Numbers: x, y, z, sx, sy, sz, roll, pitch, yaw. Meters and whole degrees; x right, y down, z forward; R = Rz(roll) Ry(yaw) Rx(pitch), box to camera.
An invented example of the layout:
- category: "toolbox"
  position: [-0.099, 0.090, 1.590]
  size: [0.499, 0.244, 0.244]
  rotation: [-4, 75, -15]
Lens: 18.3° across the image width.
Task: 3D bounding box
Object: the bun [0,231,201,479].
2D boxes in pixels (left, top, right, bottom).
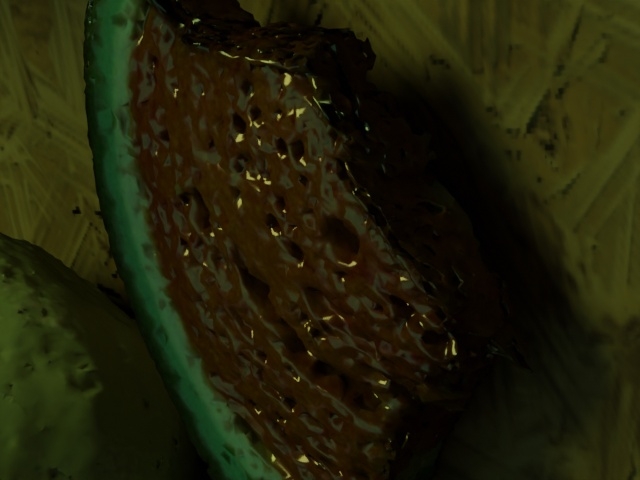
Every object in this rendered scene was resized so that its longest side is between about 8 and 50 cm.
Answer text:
- category: "bun"
  position: [-0.142, 0.105, 0.912]
  size: [0.259, 0.152, 0.259]
  rotation: [39, 135, 53]

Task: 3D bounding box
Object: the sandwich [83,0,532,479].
- category: "sandwich"
  position: [-0.005, -0.004, 0.735]
  size: [0.159, 0.079, 0.235]
  rotation: [-35, 84, 45]
